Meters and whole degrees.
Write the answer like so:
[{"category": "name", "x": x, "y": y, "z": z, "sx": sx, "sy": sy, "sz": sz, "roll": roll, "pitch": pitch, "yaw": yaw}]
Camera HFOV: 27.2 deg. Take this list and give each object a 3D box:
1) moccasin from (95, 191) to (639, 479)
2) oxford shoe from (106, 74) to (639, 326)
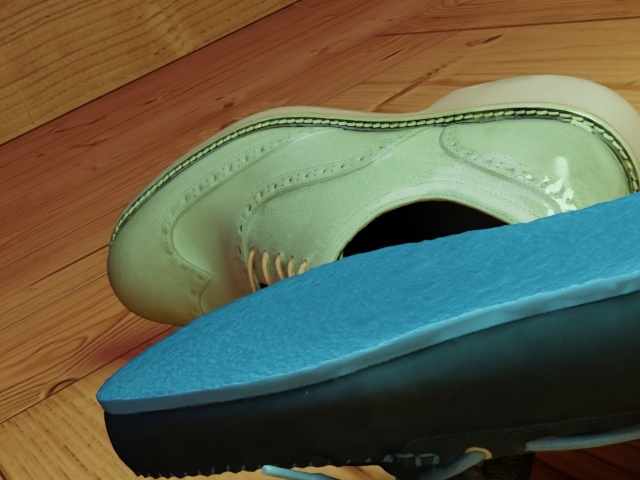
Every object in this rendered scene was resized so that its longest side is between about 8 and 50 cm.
[{"category": "moccasin", "x": 0.066, "y": 0.067, "z": 0.549, "sx": 0.342, "sy": 0.116, "sz": 0.137, "roll": -12, "pitch": 20, "yaw": 24}, {"category": "oxford shoe", "x": 0.000, "y": 0.000, "z": 0.819, "sx": 0.397, "sy": 0.140, "sz": 0.146, "roll": -15, "pitch": 25, "yaw": 35}]
